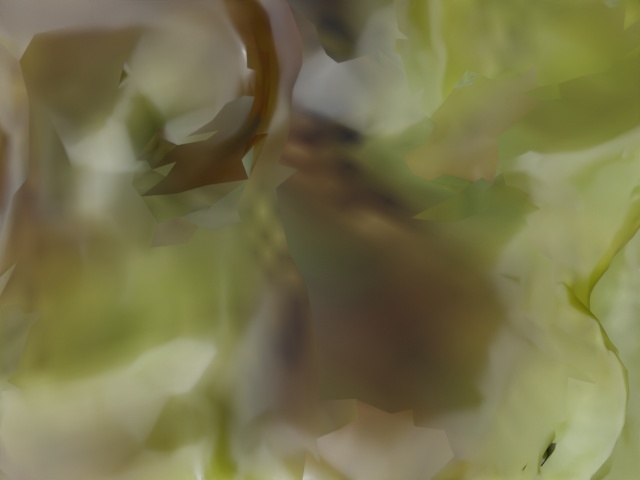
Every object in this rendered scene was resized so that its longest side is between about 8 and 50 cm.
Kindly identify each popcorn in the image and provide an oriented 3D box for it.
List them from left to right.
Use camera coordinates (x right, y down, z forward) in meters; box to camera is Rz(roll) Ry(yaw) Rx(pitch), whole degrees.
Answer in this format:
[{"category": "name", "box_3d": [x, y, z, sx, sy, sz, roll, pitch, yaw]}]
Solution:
[{"category": "popcorn", "box_3d": [0.007, 0.013, 0.530, 0.312, 0.312, 0.312, -17, -171, 3]}]
